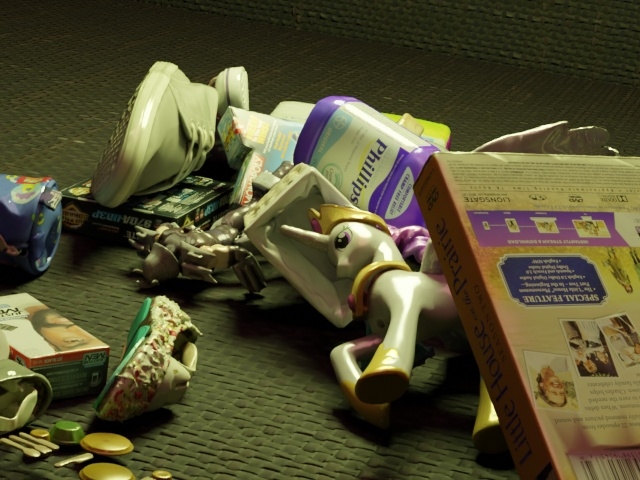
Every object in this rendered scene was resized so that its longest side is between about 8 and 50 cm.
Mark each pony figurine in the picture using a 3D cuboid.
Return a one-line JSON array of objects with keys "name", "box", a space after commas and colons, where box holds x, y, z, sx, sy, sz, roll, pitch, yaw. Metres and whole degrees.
[{"name": "pony figurine", "box": [0.153, 0.055, 1.641, 0.351, 0.303, 0.363, -4, 33, -9]}]

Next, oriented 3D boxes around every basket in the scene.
[{"name": "basket", "box": [0.000, 0.000, 1.835, 0.167, 0.113, 0.103, 46, 3, -16]}]

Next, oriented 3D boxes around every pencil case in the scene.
[{"name": "pencil case", "box": [-0.455, -0.031, 1.855, 0.306, 0.119, 0.133, 7, 27, 0]}]

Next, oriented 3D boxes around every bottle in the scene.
[{"name": "bottle", "box": [0.097, -0.066, 1.874, 0.283, 0.118, 0.092, 35, 22, 29]}]

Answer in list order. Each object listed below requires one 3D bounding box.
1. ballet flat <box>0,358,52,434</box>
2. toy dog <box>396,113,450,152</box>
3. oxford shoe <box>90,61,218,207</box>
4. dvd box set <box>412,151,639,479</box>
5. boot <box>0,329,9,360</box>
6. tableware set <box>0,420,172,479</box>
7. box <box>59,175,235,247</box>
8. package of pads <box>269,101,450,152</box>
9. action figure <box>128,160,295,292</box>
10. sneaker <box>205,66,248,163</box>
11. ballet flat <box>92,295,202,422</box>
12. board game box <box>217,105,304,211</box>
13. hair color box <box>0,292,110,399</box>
[{"name": "ballet flat", "box": [-0.308, 0.154, 1.379, 0.068, 0.072, 0.213, 18, 19, 20]}, {"name": "toy dog", "box": [0.113, -0.052, 2.107, 0.220, 0.161, 0.334, 41, 17, 17]}, {"name": "oxford shoe", "box": [-0.208, -0.138, 2.100, 0.130, 0.169, 0.449, 32, 14, -7]}, {"name": "dvd box set", "box": [0.285, 0.099, 1.436, 0.308, 0.062, 0.420, -1, 53, -25]}, {"name": "boot", "box": [-0.373, 0.136, 1.450, 0.086, 0.069, 0.190, -12, 12, 30]}, {"name": "tableware set", "box": [-0.196, 0.195, 1.376, 0.154, 0.024, 0.104, 16, 15, 30]}, {"name": "box", "box": [-0.233, -0.048, 2.122, 0.175, 0.051, 0.220, 11, 17, 15]}, {"name": "package of pads", "box": [0.051, -0.138, 2.460, 0.296, 0.101, 0.229, 9, 17, 5]}, {"name": "action figure", "box": [-0.110, 0.002, 1.937, 0.285, 0.099, 0.185, -25, 40, -36]}, {"name": "sneaker", "box": [-0.188, -0.177, 2.374, 0.161, 0.102, 0.282, 0, -19, -7]}, {"name": "ballet flat", "box": [-0.160, 0.119, 1.552, 0.077, 0.091, 0.241, 31, 19, -6]}, {"name": "board game box", "box": [-0.057, -0.091, 2.127, 0.194, 0.060, 0.194, 24, 54, -9]}, {"name": "hair color box", "box": [-0.294, 0.106, 1.577, 0.093, 0.053, 0.167, -6, 22, -41]}]
